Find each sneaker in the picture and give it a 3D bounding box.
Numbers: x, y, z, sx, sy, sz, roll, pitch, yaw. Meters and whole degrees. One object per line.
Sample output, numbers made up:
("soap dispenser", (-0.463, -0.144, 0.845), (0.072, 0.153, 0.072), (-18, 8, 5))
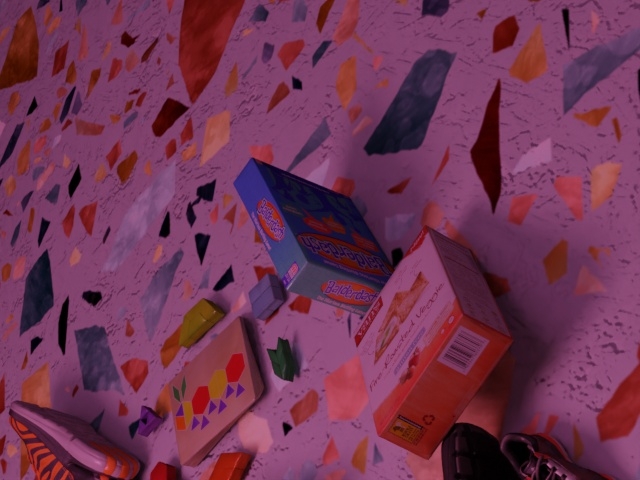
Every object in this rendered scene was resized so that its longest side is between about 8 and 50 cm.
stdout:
("sneaker", (-0.393, 0.351, 1.987), (0.321, 0.124, 0.180), (20, 89, 55))
("sneaker", (0.146, 0.304, 1.319), (0.106, 0.101, 0.267), (-41, 44, 38))
("sneaker", (0.221, 0.229, 1.284), (0.158, 0.065, 0.061), (32, 99, 54))

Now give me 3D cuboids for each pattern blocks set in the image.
("pattern blocks set", (-0.142, 0.203, 1.811), (0.325, 0.026, 0.285), (-37, 46, 37))

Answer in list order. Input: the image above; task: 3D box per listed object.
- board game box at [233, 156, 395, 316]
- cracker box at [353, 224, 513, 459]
("board game box", (0.000, 0.000, 1.610), (0.047, 0.160, 0.210), (-53, 39, 21))
("cracker box", (0.111, 0.100, 1.431), (0.156, 0.067, 0.232), (-58, 15, 16))
